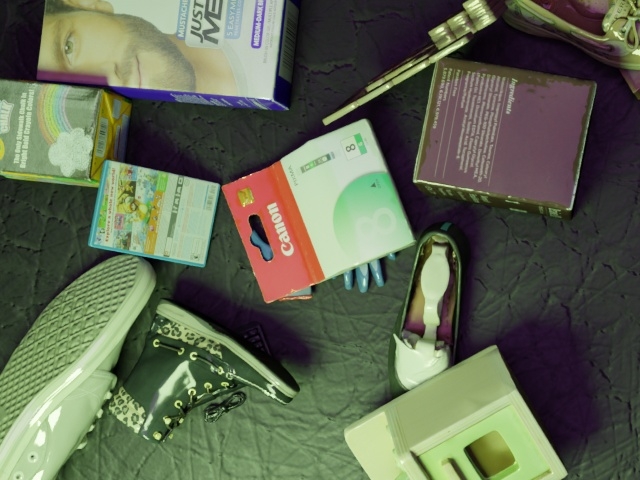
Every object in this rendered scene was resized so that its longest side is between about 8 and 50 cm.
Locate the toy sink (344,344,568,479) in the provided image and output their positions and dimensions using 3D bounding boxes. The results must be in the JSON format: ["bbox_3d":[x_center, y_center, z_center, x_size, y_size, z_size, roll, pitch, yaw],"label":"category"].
[{"bbox_3d":[0.168,0.270,1.723,0.234,0.131,0.153,-29,114,7],"label":"toy sink"}]

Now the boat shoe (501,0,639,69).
[{"bbox_3d":[0.352,-0.293,1.748,0.285,0.089,0.104,16,79,25],"label":"boat shoe"}]

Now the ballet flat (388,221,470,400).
[{"bbox_3d":[0.138,0.112,1.787,0.095,0.096,0.280,5,88,10],"label":"ballet flat"}]

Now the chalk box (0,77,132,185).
[{"bbox_3d":[-0.387,-0.149,1.884,0.213,0.132,0.132,7,89,12],"label":"chalk box"}]

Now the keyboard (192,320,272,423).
[{"bbox_3d":[-0.148,0.192,1.872,0.180,0.023,0.108,-23,83,9],"label":"keyboard"}]

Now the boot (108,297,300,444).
[{"bbox_3d":[-0.159,0.203,1.819,0.236,0.085,0.178,31,90,22],"label":"boot"}]

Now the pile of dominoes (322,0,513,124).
[{"bbox_3d":[0.125,-0.248,1.734,0.251,0.196,0.040,-27,101,34],"label":"pile of dominoes"}]

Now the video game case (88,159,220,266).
[{"bbox_3d":[-0.225,-0.036,1.857,0.166,0.015,0.119,11,88,-25],"label":"video game case"}]

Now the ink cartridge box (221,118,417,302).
[{"bbox_3d":[-0.005,-0.039,1.826,0.224,0.056,0.181,-22,81,5],"label":"ink cartridge box"}]

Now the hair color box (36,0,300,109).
[{"bbox_3d":[-0.206,-0.288,1.873,0.339,0.110,0.185,5,88,12],"label":"hair color box"}]

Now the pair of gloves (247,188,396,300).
[{"bbox_3d":[0.000,0.000,1.858,0.198,0.023,0.159,-10,83,9],"label":"pair of gloves"}]

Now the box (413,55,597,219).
[{"bbox_3d":[0.238,-0.129,1.748,0.203,0.168,0.167,11,88,11],"label":"box"}]

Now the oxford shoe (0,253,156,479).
[{"bbox_3d":[-0.359,0.218,1.864,0.449,0.130,0.169,-57,35,-6],"label":"oxford shoe"}]

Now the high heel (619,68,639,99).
[{"bbox_3d":[0.493,-0.162,1.750,0.117,0.082,0.244,-34,69,15],"label":"high heel"}]
